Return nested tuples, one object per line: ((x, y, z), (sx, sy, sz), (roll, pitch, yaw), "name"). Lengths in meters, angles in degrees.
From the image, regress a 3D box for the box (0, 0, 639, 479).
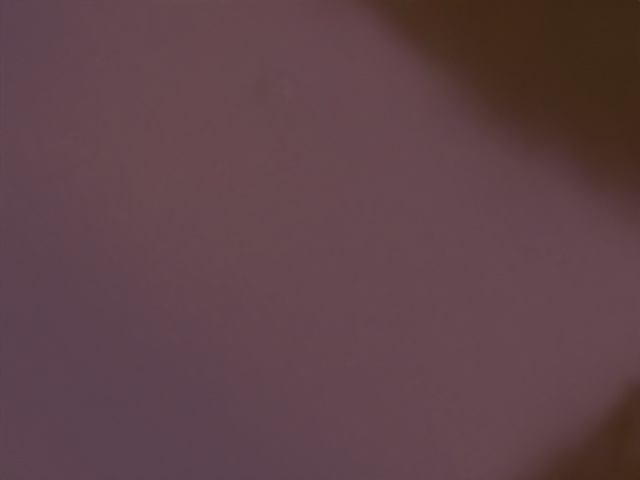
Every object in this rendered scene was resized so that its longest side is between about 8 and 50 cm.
((-0.061, -0.003, 0.453), (0.239, 0.229, 0.339), (-28, 91, -34), "box")
